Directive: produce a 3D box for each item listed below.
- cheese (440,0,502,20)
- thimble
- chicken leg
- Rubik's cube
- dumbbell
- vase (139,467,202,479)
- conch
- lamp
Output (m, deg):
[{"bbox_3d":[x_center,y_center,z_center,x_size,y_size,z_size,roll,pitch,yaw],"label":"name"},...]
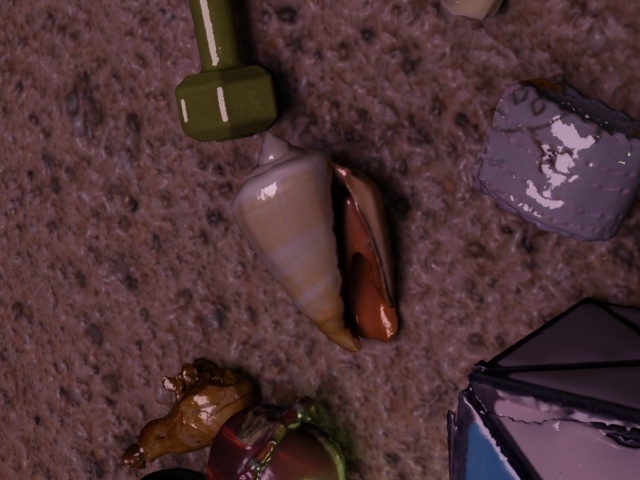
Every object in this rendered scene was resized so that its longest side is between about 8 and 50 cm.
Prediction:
[{"bbox_3d":[0.110,-0.340,1.219,0.163,0.071,0.249,8,104,30],"label":"cheese"},{"bbox_3d":[0.227,-0.075,1.174,0.151,0.127,0.118,33,115,27],"label":"thimble"},{"bbox_3d":[-0.169,0.212,1.513,0.207,0.085,0.101,-34,83,31],"label":"chicken leg"},{"bbox_3d":[0.304,0.247,1.093,0.307,0.310,0.305,10,106,32],"label":"Rubik's cube"},{"bbox_3d":[-0.118,-0.259,1.357,0.121,0.108,0.302,-4,99,32],"label":"dumbbell"},{"bbox_3d":[-0.181,0.409,1.563,0.115,0.115,0.237,2,98,32],"label":"vase"},{"bbox_3d":[-0.001,-0.006,1.356,0.158,0.127,0.255,-18,116,5],"label":"conch"},{"bbox_3d":[-0.065,0.275,1.426,0.223,0.215,0.151,-44,68,5],"label":"lamp"}]
